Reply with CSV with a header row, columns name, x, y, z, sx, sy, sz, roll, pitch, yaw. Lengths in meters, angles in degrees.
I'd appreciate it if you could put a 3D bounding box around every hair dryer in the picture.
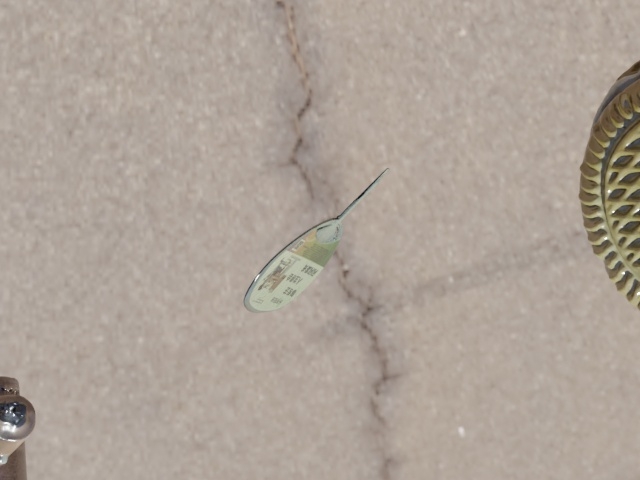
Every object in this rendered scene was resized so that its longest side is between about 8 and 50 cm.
name,x,y,z,sx,sy,sz,roll,pitch,yaw
hair dryer,-0.227,0.141,0.941,0.064,0.117,0.182,-2,162,-22

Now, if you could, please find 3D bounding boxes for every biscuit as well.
name,x,y,z,sx,sy,sz,roll,pitch,yaw
biscuit,0.330,-0.042,1.148,0.079,0.259,0.259,-21,153,-47

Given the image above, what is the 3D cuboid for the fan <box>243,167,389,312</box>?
name,x,y,z,sx,sy,sz,roll,pitch,yaw
fan,-0.006,0.004,0.562,0.060,0.003,0.080,-22,151,-52
